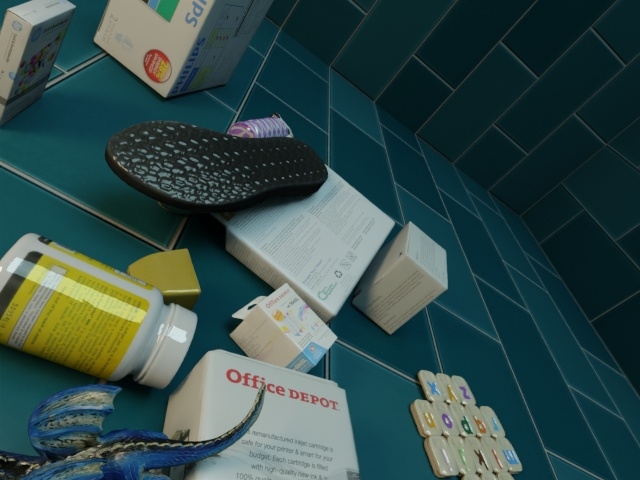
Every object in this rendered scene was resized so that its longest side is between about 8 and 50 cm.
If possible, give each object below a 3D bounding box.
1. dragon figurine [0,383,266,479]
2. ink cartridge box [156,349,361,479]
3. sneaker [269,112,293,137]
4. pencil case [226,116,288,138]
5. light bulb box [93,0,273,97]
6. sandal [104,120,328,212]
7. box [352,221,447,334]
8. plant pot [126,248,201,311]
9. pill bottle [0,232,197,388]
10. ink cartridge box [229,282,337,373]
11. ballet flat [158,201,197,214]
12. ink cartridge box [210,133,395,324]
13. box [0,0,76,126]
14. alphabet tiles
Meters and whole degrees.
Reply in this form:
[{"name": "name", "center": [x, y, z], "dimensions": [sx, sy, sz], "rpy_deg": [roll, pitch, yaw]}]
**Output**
[{"name": "dragon figurine", "center": [-0.194, 0.181, 0.360], "dimensions": [0.085, 0.289, 0.144], "rpy_deg": [-107, 175, -49]}, {"name": "ink cartridge box", "center": [-0.063, 0.291, 0.465], "dimensions": [0.211, 0.121, 0.289], "rpy_deg": [26, 33, -27]}, {"name": "sneaker", "center": [-0.123, -0.356, 1.362], "dimensions": [0.109, 0.040, 0.043], "rpy_deg": [57, 15, 18]}, {"name": "pencil case", "center": [-0.164, -0.286, 1.164], "dimensions": [0.088, 0.087, 0.206], "rpy_deg": [13, 21, 18]}, {"name": "light bulb box", "center": [-0.316, -0.593, 1.100], "dimensions": [0.225, 0.358, 0.361], "rpy_deg": [38, 28, -4]}, {"name": "sandal", "center": [-0.160, -0.110, 0.785], "dimensions": [0.445, 0.107, 0.168], "rpy_deg": [-8, 61, -48]}, {"name": "box", "center": [0.184, 0.082, 0.992], "dimensions": [0.119, 0.181, 0.182], "rpy_deg": [40, 29, -6]}, {"name": "plant pot", "center": [-0.230, 0.067, 0.611], "dimensions": [0.083, 0.081, 0.081], "rpy_deg": [1, 48, -39]}, {"name": "pill bottle", "center": [-0.259, 0.089, 0.499], "dimensions": [0.208, 0.119, 0.119], "rpy_deg": [30, 31, -22]}, {"name": "ink cartridge box", "center": [-0.064, 0.147, 0.692], "dimensions": [0.143, 0.090, 0.092], "rpy_deg": [46, 29, 5]}, {"name": "ballet flat", "center": [-0.245, -0.078, 0.827], "dimensions": [0.052, 0.057, 0.168], "rpy_deg": [26, 11, 38]}, {"name": "ink cartridge box", "center": [-0.037, -0.040, 0.906], "dimensions": [0.330, 0.071, 0.324], "rpy_deg": [39, 47, 2]}, {"name": "box", "center": [-0.461, -0.284, 0.680], "dimensions": [0.038, 0.186, 0.145], "rpy_deg": [29, 31, -23]}, {"name": "alphabet tiles", "center": [0.297, 0.399, 0.874], "dimensions": [0.284, 0.021, 0.278], "rpy_deg": [20, 35, -35]}]
